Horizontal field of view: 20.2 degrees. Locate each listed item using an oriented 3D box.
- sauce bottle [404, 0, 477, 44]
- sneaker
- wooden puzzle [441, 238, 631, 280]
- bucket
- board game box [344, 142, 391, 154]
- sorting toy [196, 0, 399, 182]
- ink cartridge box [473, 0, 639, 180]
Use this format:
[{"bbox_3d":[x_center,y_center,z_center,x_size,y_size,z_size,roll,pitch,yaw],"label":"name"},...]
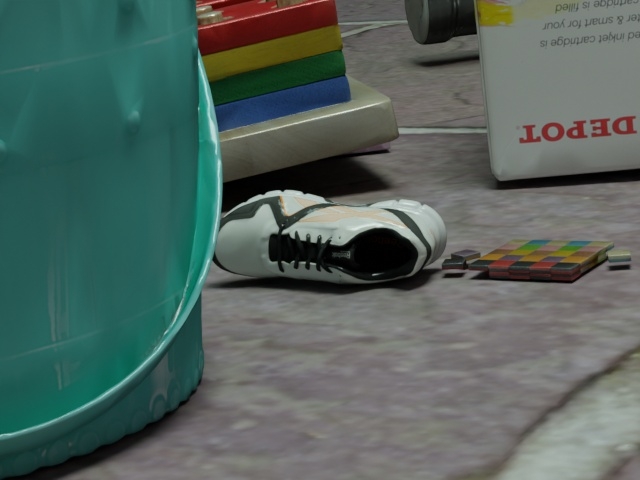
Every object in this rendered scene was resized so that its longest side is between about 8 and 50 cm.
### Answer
[{"bbox_3d":[0.245,-0.228,1.561,0.344,0.111,0.111,-7,12,-12],"label":"sauce bottle"},{"bbox_3d":[0.000,0.000,0.804,0.109,0.040,0.044,-3,15,13],"label":"sneaker"},{"bbox_3d":[0.098,0.008,0.798,0.083,0.006,0.049,2,14,31],"label":"wooden puzzle"},{"bbox_3d":[-0.169,-0.025,0.662,0.281,0.183,0.281,-6,13,1],"label":"bucket"},{"bbox_3d":[-0.004,-0.069,1.167,0.090,0.020,0.090,-7,13,-4],"label":"board game box"},{"bbox_3d":[-0.109,-0.092,1.096,0.255,0.089,0.257,-14,14,-7],"label":"sorting toy"},{"bbox_3d":[0.175,-0.164,1.021,0.171,0.233,0.168,-4,10,11],"label":"ink cartridge box"}]
